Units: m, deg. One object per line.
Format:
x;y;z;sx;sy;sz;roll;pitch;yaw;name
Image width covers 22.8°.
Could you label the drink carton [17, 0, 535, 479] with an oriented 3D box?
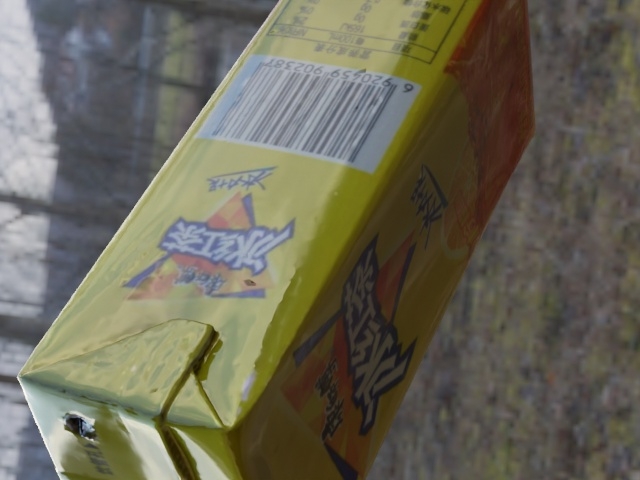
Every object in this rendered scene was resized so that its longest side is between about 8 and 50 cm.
0.000;0.000;0.782;0.155;0.111;0.351;79;-149;-44;drink carton
